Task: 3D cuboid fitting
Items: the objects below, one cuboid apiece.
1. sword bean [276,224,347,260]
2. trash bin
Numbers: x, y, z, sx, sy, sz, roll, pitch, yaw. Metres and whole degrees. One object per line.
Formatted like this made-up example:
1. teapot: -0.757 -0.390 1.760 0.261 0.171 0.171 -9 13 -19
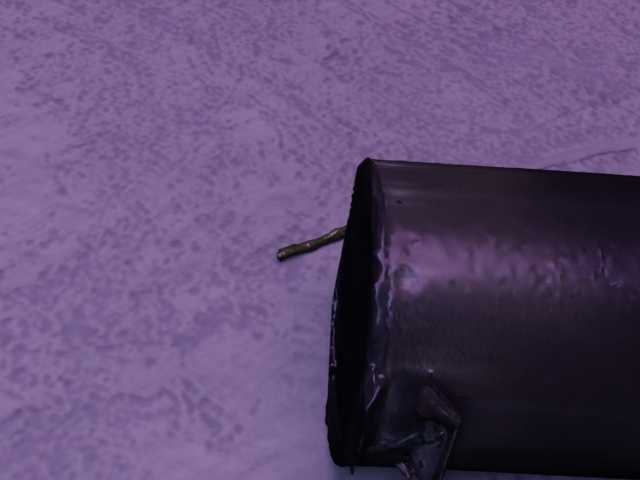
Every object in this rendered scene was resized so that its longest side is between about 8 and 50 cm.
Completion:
1. sword bean: 0.000 0.000 0.690 0.083 0.012 0.012 -21 56 -28
2. trash bin: 0.161 0.053 0.551 0.301 0.203 0.252 3 31 -7
